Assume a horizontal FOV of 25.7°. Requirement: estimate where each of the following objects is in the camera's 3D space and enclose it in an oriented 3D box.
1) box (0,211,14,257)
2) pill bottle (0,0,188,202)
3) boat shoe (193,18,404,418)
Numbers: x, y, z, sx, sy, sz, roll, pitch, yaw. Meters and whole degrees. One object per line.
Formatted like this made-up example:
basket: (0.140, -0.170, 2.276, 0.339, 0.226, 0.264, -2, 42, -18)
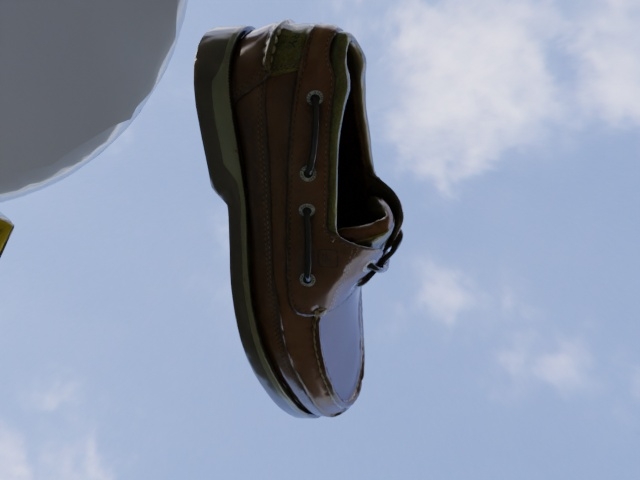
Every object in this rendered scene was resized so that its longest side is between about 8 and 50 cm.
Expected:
box: (-0.471, -0.024, 1.238, 0.279, 0.290, 0.177, 24, -87, -35)
pill bottle: (-0.220, -0.089, 0.516, 0.204, 0.361, 0.204, 1, -91, -41)
boat shoe: (0.000, 0.000, 0.944, 0.104, 0.110, 0.307, -1, -54, 19)
